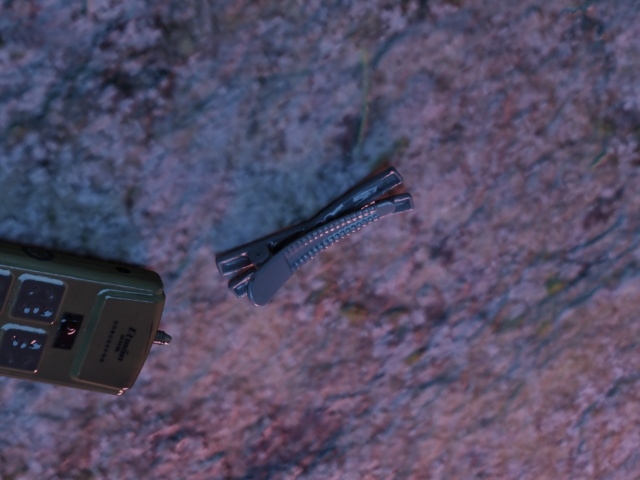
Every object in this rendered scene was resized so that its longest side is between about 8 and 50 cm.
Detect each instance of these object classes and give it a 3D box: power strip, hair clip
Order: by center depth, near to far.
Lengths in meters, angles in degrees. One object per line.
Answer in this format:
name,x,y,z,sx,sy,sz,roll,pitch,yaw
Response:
power strip,-0.158,0.041,1.047,0.169,0.028,0.076,11,114,-24
hair clip,0.001,0.001,1.075,0.115,0.039,0.030,-31,129,-3
